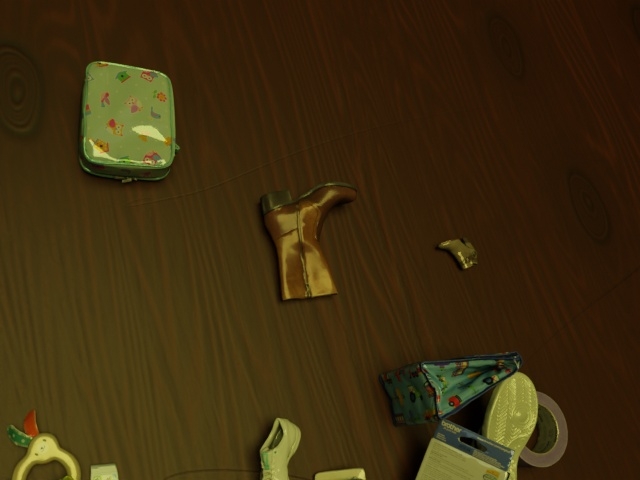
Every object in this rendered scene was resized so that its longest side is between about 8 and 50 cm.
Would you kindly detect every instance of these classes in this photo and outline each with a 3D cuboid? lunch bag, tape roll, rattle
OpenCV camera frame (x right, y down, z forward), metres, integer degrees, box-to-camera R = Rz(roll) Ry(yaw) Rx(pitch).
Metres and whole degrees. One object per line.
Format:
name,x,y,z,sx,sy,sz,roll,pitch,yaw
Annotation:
lunch bag,-0.452,-0.274,1.481,0.224,0.108,0.278,3,72,-26
tape roll,0.538,0.489,1.616,0.189,0.080,0.188,7,69,-19
rattle,-0.535,0.423,1.180,0.130,0.143,0.199,-15,83,-7
lunch bag,0.330,0.338,1.507,0.294,0.221,0.138,-11,76,-25

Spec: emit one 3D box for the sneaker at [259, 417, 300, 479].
sneaker,-0.105,0.487,1.341,0.080,0.094,0.212,-3,57,22

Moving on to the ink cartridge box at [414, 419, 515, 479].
ink cartridge box,0.300,0.581,1.398,0.186,0.065,0.310,18,81,29

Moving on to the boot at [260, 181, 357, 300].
boot,0.000,0.000,1.571,0.264,0.096,0.280,-10,76,-25

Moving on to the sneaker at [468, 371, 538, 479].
sneaker,0.417,0.486,1.515,0.131,0.148,0.349,22,78,-10

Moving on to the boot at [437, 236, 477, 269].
boot,0.388,0.039,1.743,0.119,0.042,0.086,-11,78,-25

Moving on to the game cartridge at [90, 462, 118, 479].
game cartridge,-0.436,0.495,1.259,0.056,0.017,0.083,3,70,-25

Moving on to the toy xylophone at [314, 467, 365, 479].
toy xylophone,0.016,0.574,1.265,0.237,0.323,0.081,-8,94,-7
